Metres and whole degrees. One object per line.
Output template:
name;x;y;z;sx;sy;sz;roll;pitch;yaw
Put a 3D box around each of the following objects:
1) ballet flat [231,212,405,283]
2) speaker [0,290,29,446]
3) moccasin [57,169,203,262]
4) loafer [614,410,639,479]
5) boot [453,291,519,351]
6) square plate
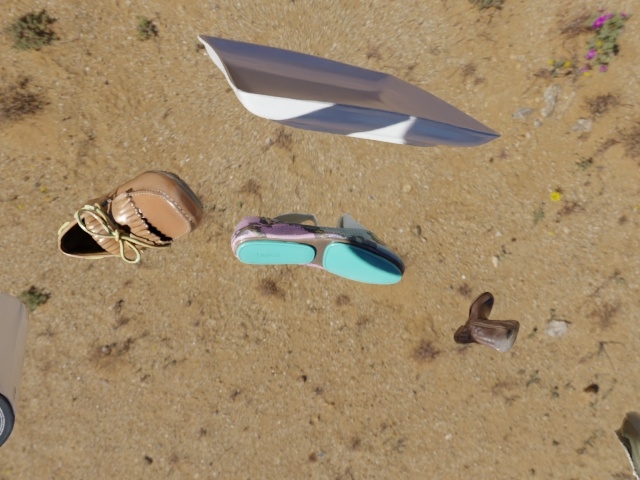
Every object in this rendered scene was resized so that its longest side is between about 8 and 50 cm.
ballet flat;0.000;0.000;0.661;0.222;0.079;0.077;8;140;-5
speaker;-0.230;0.083;0.350;0.055;0.136;0.055;-9;112;-24
moccasin;-0.347;-0.030;0.910;0.380;0.147;0.139;-3;129;37
loafer;0.336;0.285;0.489;0.094;0.251;0.087;29;127;-29
boot;0.263;0.120;0.781;0.037;0.114;0.106;41;71;-10
square plate;0.017;-0.209;0.736;0.347;0.344;0.049;3;119;-22
